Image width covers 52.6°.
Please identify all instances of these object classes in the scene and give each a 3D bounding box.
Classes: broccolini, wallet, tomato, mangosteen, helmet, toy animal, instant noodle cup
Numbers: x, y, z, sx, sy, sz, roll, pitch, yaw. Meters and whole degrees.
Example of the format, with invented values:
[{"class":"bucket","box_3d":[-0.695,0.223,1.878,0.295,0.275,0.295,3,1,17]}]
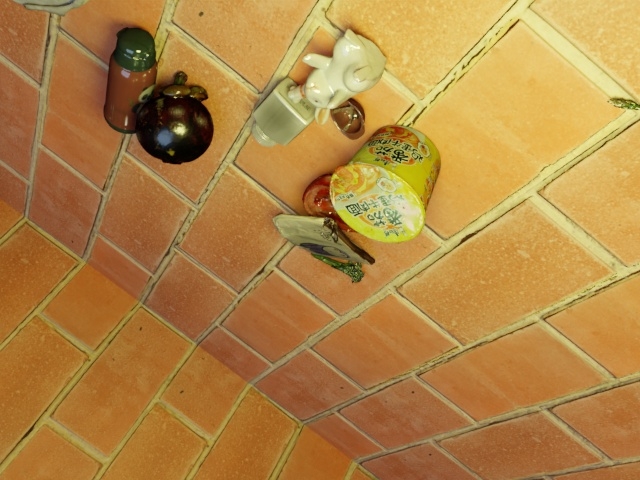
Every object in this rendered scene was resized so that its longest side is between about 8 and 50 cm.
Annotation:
[{"class":"broccolini","box_3d":[0.059,0.071,2.131,0.201,0.058,0.074,31,132,31]},{"class":"wallet","box_3d":[0.002,-0.003,1.976,0.274,0.068,0.335,13,165,36]},{"class":"tomato","box_3d":[0.066,-0.119,1.852,0.228,0.101,0.228,22,150,13]},{"class":"mangosteen","box_3d":[-0.418,-0.354,1.874,0.228,0.228,0.266,13,101,26]},{"class":"helmet","box_3d":[0.081,-0.318,1.641,0.089,0.057,0.111,-15,115,42]},{"class":"toy animal","box_3d":[0.019,-0.370,1.533,0.282,0.138,0.141,-25,84,34]},{"class":"instant noodle cup","box_3d":[0.179,-0.151,1.637,0.264,0.200,0.264,21,143,17]}]

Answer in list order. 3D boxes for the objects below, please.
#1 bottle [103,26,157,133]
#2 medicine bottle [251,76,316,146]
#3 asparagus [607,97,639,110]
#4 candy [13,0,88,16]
[{"class":"bottle","box_3d":[-0.552,-0.467,1.882,0.144,0.144,0.336,33,144,1]},{"class":"medicine bottle","box_3d":[-0.107,-0.332,1.743,0.132,0.088,0.188,44,143,-11]},{"class":"asparagus","box_3d":[0.690,-0.250,1.286,0.232,0.022,0.023,18,-175,17]},{"class":"candy","box_3d":[-0.730,-0.765,1.641,0.426,0.186,0.386,21,150,14]}]
